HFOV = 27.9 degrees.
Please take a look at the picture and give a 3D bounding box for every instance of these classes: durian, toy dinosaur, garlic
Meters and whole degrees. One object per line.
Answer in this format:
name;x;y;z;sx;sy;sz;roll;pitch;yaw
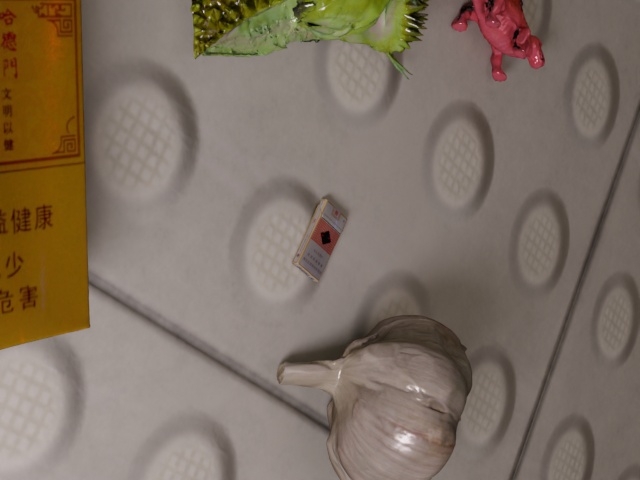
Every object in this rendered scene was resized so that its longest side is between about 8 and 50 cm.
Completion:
durian;-0.001;-0.274;1.362;0.355;0.157;0.169;-5;136;-48
toy dinosaur;0.214;-0.317;1.619;0.286;0.070;0.139;40;56;-41
garlic;0.052;0.172;1.449;0.212;0.218;0.218;24;75;-9

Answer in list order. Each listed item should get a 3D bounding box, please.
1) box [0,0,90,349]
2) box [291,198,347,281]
box;-0.313;-0.115;0.994;0.264;0.116;0.415;-13;106;-46
box;0.000;0.000;1.453;0.046;0.012;0.083;42;67;-43
